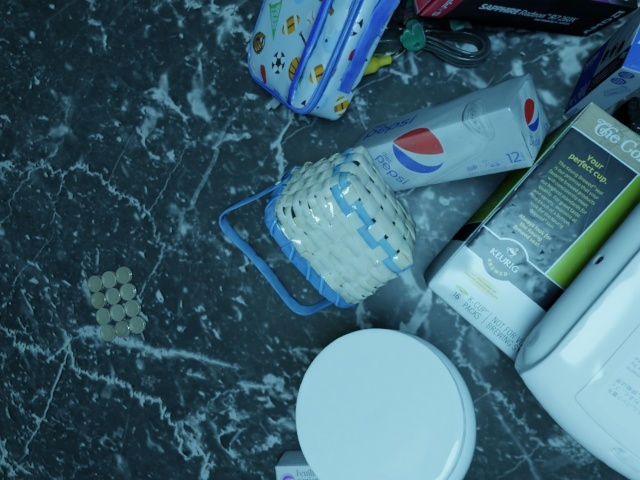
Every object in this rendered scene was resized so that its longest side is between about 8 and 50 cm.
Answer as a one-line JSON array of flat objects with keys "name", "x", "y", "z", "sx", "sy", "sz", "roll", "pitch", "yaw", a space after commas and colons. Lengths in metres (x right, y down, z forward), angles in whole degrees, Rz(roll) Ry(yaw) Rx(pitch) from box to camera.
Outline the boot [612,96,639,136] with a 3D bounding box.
[{"name": "boot", "x": 0.581, "y": -0.196, "z": 0.655, "sx": 0.207, "sy": 0.094, "sz": 0.247, "roll": 16, "pitch": 99, "yaw": 8}]

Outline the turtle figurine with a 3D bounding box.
[{"name": "turtle figurine", "x": 0.161, "y": -0.436, "z": 0.710, "sx": 0.175, "sy": 0.118, "sz": 0.234, "roll": -29, "pitch": 64, "yaw": 36}]

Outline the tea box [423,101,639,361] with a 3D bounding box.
[{"name": "tea box", "x": 0.383, "y": 0.046, "z": 0.634, "sx": 0.329, "sy": 0.220, "sz": 0.323, "roll": 42, "pitch": 99, "yaw": 9}]

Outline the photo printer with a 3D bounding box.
[{"name": "photo printer", "x": 0.395, "y": 0.115, "z": 0.465, "sx": 0.256, "sy": 0.107, "sz": 0.308, "roll": 36, "pitch": 98, "yaw": 8}]

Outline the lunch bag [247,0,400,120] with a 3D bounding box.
[{"name": "lunch bag", "x": 0.006, "y": -0.368, "z": 0.705, "sx": 0.243, "sy": 0.115, "sz": 0.303, "roll": 49, "pitch": 124, "yaw": 36}]

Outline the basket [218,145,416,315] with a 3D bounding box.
[{"name": "basket", "x": 0.000, "y": 0.000, "z": 0.720, "sx": 0.289, "sy": 0.201, "sz": 0.255, "roll": -26, "pitch": 115, "yaw": 26}]

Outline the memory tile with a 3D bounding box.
[{"name": "memory tile", "x": -0.439, "y": 0.137, "z": 0.919, "sx": 0.113, "sy": 0.012, "sz": 0.148, "roll": -17, "pitch": 87, "yaw": 12}]

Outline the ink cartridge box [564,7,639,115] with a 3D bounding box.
[{"name": "ink cartridge box", "x": 0.436, "y": -0.255, "z": 0.630, "sx": 0.046, "sy": 0.207, "sz": 0.097, "roll": 22, "pitch": 94, "yaw": 11}]

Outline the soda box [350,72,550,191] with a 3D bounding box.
[{"name": "soda box", "x": 0.179, "y": -0.149, "z": 0.656, "sx": 0.286, "sy": 0.098, "sz": 0.091, "roll": -4, "pitch": 130, "yaw": 48}]

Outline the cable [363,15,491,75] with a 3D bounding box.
[{"name": "cable", "x": 0.156, "y": -0.363, "z": 0.786, "sx": 0.287, "sy": 0.072, "sz": 0.140, "roll": 0, "pitch": 70, "yaw": 0}]

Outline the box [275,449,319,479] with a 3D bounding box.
[{"name": "box", "x": 0.082, "y": 0.421, "z": 0.776, "sx": 0.324, "sy": 0.067, "sz": 0.063, "roll": -8, "pitch": 88, "yaw": 11}]

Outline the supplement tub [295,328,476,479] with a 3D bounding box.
[{"name": "supplement tub", "x": 0.102, "y": 0.258, "z": 0.620, "sx": 0.228, "sy": 0.316, "sz": 0.228, "roll": -6, "pitch": 64, "yaw": 13}]

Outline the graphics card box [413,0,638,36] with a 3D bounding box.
[{"name": "graphics card box", "x": 0.294, "y": -0.441, "z": 0.624, "sx": 0.370, "sy": 0.094, "sz": 0.233, "roll": -7, "pitch": 86, "yaw": -26}]
